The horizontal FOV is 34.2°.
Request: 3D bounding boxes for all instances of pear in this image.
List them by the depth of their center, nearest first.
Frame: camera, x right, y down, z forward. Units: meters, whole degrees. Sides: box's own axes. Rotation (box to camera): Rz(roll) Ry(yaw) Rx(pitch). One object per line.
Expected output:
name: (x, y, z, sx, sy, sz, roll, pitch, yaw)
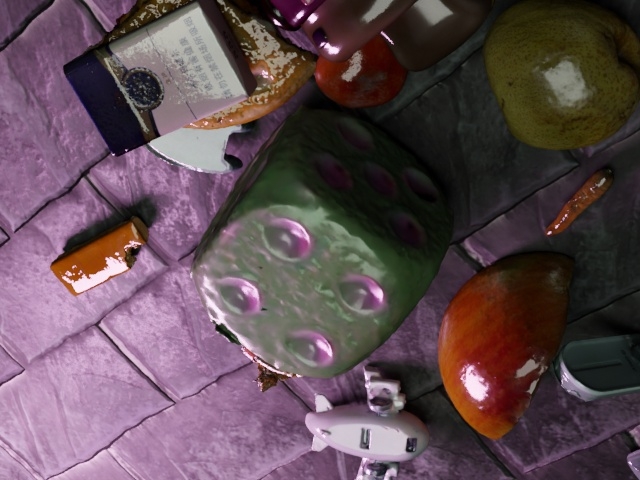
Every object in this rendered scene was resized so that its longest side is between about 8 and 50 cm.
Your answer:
pear: (0.352, -0.245, 1.494, 0.211, 0.188, 0.228, -16, 112, 29)

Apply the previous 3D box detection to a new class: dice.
dice: (0.000, 0.000, 1.683, 0.330, 0.318, 0.322, 36, 124, -6)

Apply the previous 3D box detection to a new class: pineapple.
pineapple: (-0.094, 0.249, 2.005, 0.114, 0.114, 0.077, 40, 143, -3)

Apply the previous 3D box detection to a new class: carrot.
carrot: (0.416, -0.058, 1.685, 0.036, 0.035, 0.165, 35, 127, -5)

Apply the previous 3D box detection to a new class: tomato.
tomato: (0.074, -0.263, 1.616, 0.156, 0.069, 0.155, -8, 127, -11)

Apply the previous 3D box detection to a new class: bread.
bread: (-0.413, 0.030, 1.998, 0.226, 0.049, 0.088, -23, 111, 28)

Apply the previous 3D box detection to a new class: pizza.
pizza: (-0.205, -0.309, 1.661, 0.409, 0.114, 0.277, -6, 110, 10)

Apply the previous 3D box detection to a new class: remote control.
remote control: (0.488, 0.209, 1.723, 0.247, 0.104, 0.052, -2, 140, -31)

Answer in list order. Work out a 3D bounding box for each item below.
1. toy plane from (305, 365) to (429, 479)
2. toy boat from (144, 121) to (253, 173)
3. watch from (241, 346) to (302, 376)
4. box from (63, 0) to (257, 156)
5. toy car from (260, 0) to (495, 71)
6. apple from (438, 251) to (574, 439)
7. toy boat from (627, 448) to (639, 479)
toy plane: (0.090, 0.361, 2.004, 0.245, 0.117, 0.244, 3, 102, 12)
toy boat: (-0.223, -0.193, 1.793, 0.208, 0.079, 0.134, 14, 118, -2)
watch: (-0.092, 0.153, 1.909, 0.268, 0.102, 0.164, 10, 106, 30)
box: (-0.248, -0.251, 1.602, 0.259, 0.071, 0.168, -22, 110, 20)
toy car: (0.098, -0.343, 1.426, 0.271, 0.340, 0.240, -36, 97, 33)
apple: (0.315, 0.180, 1.792, 0.254, 0.179, 0.346, 49, 132, 34)
toy boat: (0.711, 0.437, 1.863, 0.320, 0.092, 0.141, 15, 125, 18)
